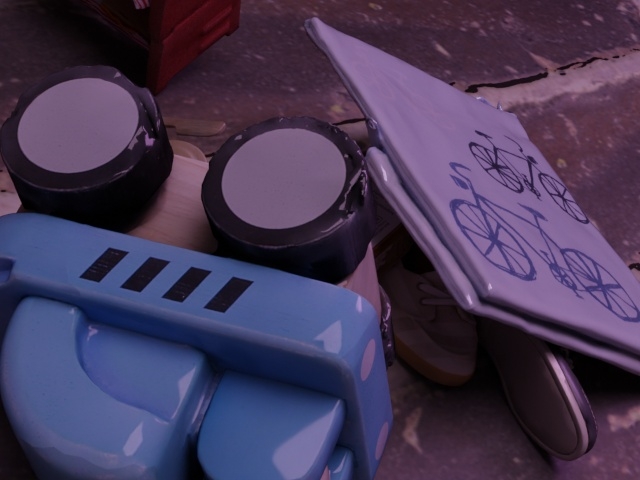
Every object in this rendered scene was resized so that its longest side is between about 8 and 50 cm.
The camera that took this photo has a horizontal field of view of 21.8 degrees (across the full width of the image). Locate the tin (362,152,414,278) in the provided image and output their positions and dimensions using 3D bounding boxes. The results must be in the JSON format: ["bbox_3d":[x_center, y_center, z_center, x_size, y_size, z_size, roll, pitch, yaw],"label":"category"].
[{"bbox_3d":[0.000,0.000,1.317,0.106,0.040,0.190,37,59,20],"label":"tin"}]

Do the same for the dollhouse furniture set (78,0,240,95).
[{"bbox_3d":[-0.256,-0.184,1.377,0.201,0.152,0.374,40,59,16],"label":"dollhouse furniture set"}]

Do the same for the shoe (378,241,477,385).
[{"bbox_3d":[0.076,0.023,1.354,0.077,0.058,0.219,1,45,-26],"label":"shoe"}]

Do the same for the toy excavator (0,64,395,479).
[{"bbox_3d":[-0.062,0.157,1.023,0.433,0.222,0.445,14,59,16],"label":"toy excavator"}]

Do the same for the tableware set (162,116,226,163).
[{"bbox_3d":[-0.078,-0.032,1.299,0.194,0.039,0.128,6,54,27],"label":"tableware set"}]

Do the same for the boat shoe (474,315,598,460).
[{"bbox_3d":[0.175,0.087,1.325,0.065,0.075,0.206,-6,44,-27],"label":"boat shoe"}]

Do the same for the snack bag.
[{"bbox_3d":[0.141,-0.034,1.381,0.323,0.037,0.342,19,32,-47],"label":"snack bag"}]
